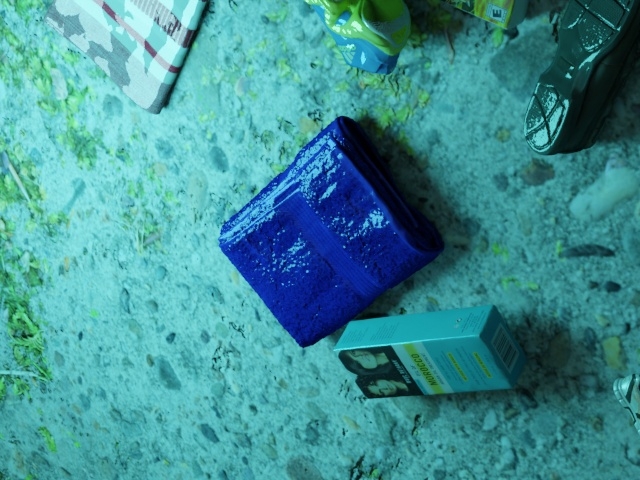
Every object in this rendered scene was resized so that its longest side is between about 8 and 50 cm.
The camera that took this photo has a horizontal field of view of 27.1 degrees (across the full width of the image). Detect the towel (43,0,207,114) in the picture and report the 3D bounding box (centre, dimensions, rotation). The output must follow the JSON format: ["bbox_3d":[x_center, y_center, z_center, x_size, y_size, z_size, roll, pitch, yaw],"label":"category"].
[{"bbox_3d":[-0.263,-0.367,1.873,0.237,0.037,0.329,41,130,14],"label":"towel"}]

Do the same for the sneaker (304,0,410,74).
[{"bbox_3d":[0.019,-0.289,1.657,0.240,0.091,0.126,50,157,32],"label":"sneaker"}]

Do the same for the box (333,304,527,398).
[{"bbox_3d":[0.144,0.152,1.776,0.244,0.060,0.100,-10,124,40],"label":"box"}]

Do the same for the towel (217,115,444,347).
[{"bbox_3d":[0.000,0.000,1.822,0.227,0.076,0.308,54,132,4],"label":"towel"}]

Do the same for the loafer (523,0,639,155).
[{"bbox_3d":[0.316,-0.212,1.487,0.096,0.084,0.267,60,138,42],"label":"loafer"}]

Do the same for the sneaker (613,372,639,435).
[{"bbox_3d":[0.406,0.212,1.636,0.044,0.040,0.109,-36,88,40],"label":"sneaker"}]

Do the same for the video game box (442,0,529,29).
[{"bbox_3d":[0.170,-0.372,1.528,0.187,0.048,0.205,29,126,26],"label":"video game box"}]
